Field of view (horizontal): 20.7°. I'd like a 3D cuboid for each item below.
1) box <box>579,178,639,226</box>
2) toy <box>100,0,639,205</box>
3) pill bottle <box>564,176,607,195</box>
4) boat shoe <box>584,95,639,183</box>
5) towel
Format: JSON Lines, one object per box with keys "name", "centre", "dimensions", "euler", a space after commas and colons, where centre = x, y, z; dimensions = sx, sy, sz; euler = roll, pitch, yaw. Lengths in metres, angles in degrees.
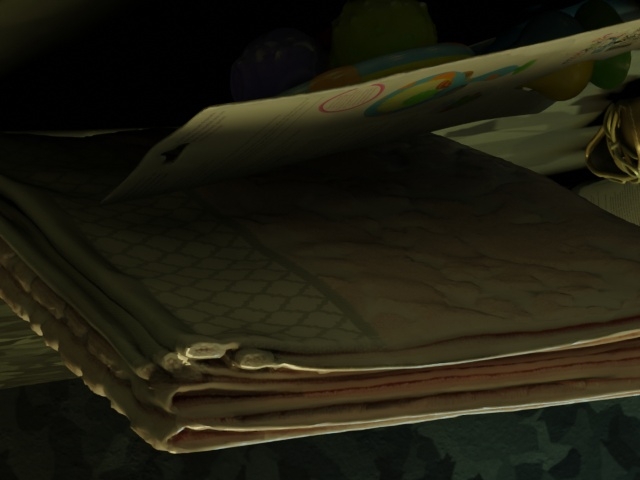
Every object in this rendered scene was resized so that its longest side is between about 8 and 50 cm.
{"name": "box", "centre": [0.375, -0.030, 1.208], "dimensions": [0.322, 0.058, 0.232], "euler": [0, 173, -23]}
{"name": "toy", "centre": [0.028, -0.076, 0.762], "dimensions": [0.237, 0.056, 0.137], "euler": [-10, 169, -27]}
{"name": "pill bottle", "centre": [0.207, 0.040, 1.430], "dimensions": [0.169, 0.169, 0.301], "euler": [-2, 171, -39]}
{"name": "boat shoe", "centre": [0.191, -0.060, 1.088], "dimensions": [0.048, 0.056, 0.153], "euler": [-13, 180, 6]}
{"name": "towel", "centre": [0.000, 0.000, 0.836], "dimensions": [0.317, 0.053, 0.332], "euler": [-4, -160, -30]}
